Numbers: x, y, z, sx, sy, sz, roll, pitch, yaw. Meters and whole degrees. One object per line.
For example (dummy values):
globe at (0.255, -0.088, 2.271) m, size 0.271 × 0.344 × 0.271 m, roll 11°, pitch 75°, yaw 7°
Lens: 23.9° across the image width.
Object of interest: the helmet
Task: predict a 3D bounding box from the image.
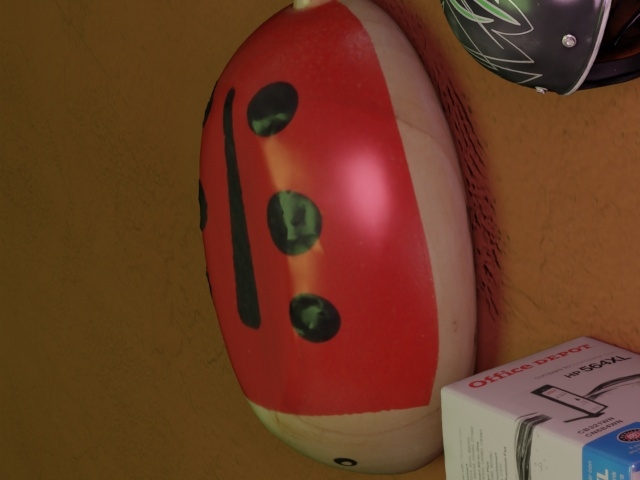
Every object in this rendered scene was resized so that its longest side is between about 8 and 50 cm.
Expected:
helmet at (0.155, -0.177, 0.986) m, size 0.169 × 0.162 × 0.169 m, roll 31°, pitch 128°, yaw 50°

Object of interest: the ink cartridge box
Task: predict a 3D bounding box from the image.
ink cartridge box at (0.201, 0.144, 1.059) m, size 0.203 × 0.148 × 0.086 m, roll 18°, pitch 119°, yaw 55°

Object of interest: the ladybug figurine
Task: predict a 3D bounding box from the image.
ladybug figurine at (0.000, 0.000, 1.321) m, size 0.305 × 0.162 × 0.449 m, roll 10°, pitch 110°, yaw 58°
